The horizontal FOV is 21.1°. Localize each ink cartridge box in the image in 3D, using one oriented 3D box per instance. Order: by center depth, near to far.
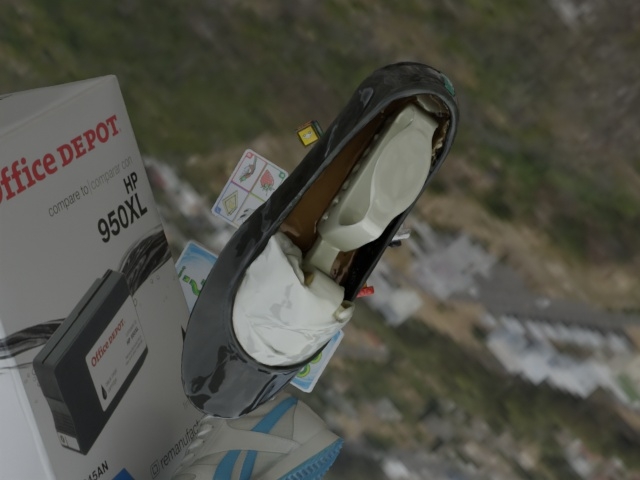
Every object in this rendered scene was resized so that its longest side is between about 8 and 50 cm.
[{"bbox_3d":[-0.246,0.087,1.476,0.285,0.166,0.395,-44,-59,-61],"label":"ink cartridge box"}]

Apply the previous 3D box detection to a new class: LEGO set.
[{"bbox_3d":[-0.030,0.011,1.672,0.182,0.244,0.060,32,-165,2],"label":"LEGO set"}]

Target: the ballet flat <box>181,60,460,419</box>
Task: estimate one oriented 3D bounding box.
[{"bbox_3d":[0.000,0.000,1.136,0.095,0.280,0.096,32,178,-18],"label":"ballet flat"}]

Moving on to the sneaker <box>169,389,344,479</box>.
[{"bbox_3d":[-0.087,0.201,1.477,0.092,0.228,0.087,44,131,22],"label":"sneaker"}]
